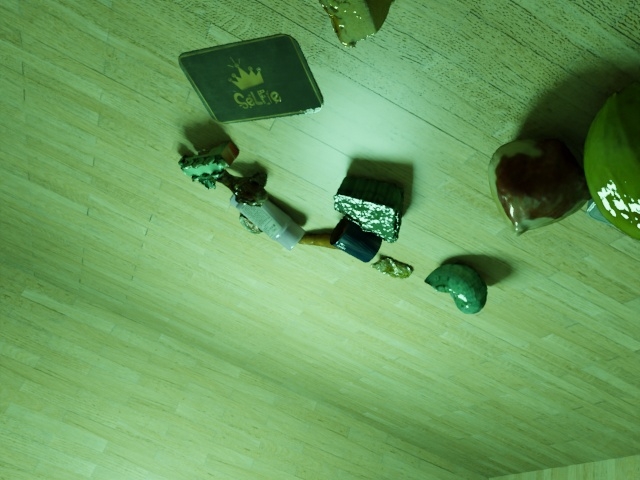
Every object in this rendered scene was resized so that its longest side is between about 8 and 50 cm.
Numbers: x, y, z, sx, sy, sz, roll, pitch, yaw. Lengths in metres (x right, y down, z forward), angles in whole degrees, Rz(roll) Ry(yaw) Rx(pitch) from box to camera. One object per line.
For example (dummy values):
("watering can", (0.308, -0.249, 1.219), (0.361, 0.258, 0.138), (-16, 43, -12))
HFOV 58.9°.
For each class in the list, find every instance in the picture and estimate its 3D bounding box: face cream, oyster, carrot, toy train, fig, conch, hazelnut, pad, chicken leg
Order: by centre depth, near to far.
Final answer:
("fig", (0.711, -0.169, 1.166), (0.343, 0.343, 0.343), (13, 146, 9))
("hazelnut", (0.518, -0.125, 1.381), (0.261, 0.241, 0.261), (9, 171, 1))
("pad", (-0.184, -0.380, 1.530), (0.375, 0.063, 0.315), (-1, 141, 28))
("toy train", (-0.348, -0.245, 1.762), (0.176, 0.118, 0.074), (-3, 135, 36))
("chicken leg", (-0.257, -0.174, 1.831), (0.196, 0.080, 0.125), (15, 116, 18))
("toy train", (-0.403, -0.219, 1.864), (0.038, 0.071, 0.148), (-45, 118, 11))
("conch", (0.477, 0.157, 1.898), (0.202, 0.134, 0.196), (36, -176, -32))
("face cream", (-0.184, -0.081, 1.941), (0.274, 0.096, 0.154), (39, 146, -6))
("carrot", (0.000, 0.000, 1.983), (0.210, 0.061, 0.061), (3, 143, 29))
("oyster", (0.258, 0.101, 2.013), (0.122, 0.045, 0.146), (-16, 134, 22))

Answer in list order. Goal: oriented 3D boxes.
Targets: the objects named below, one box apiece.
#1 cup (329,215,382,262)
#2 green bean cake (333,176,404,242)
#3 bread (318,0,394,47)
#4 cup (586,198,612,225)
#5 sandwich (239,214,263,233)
("cup", (0.127, -0.009, 1.850), (0.138, 0.113, 0.150), (30, 147, -17))
("green bean cake", (0.148, -0.097, 1.723), (0.208, 0.107, 0.193), (12, 148, 12))
("bread", (0.036, -0.536, 1.079), (0.114, 0.184, 0.274), (-9, 134, 35))
("cup", (0.713, -0.109, 1.405), (0.095, 0.129, 0.128), (23, 150, 7))
("sandwich", (-0.251, -0.060, 2.045), (0.069, 0.026, 0.101), (-8, 137, 36))
